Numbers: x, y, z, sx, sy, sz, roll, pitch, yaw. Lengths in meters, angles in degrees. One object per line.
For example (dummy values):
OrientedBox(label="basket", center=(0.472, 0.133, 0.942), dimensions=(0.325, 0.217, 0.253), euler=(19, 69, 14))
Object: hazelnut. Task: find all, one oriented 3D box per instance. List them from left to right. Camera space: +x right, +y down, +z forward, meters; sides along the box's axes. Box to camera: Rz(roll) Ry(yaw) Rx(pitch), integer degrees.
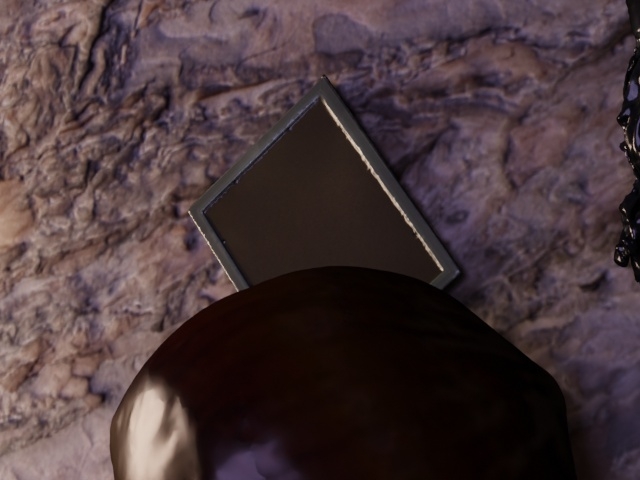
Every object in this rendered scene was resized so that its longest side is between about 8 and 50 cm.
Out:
OrientedBox(label="hazelnut", center=(0.015, 0.225, 1.644), dimensions=(0.402, 0.402, 0.429), euler=(-37, 61, 21))

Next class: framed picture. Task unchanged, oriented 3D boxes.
OrientedBox(label="framed picture", center=(0.000, 0.000, 1.911), dimensions=(0.217, 0.017, 0.274), euler=(-41, 62, 19))

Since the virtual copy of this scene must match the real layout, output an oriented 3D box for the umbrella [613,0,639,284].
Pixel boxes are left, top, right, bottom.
OrientedBox(label="umbrella", center=(0.330, -0.079, 1.657), dimensions=(0.154, 0.128, 0.336), euler=(-7, 74, 33))
